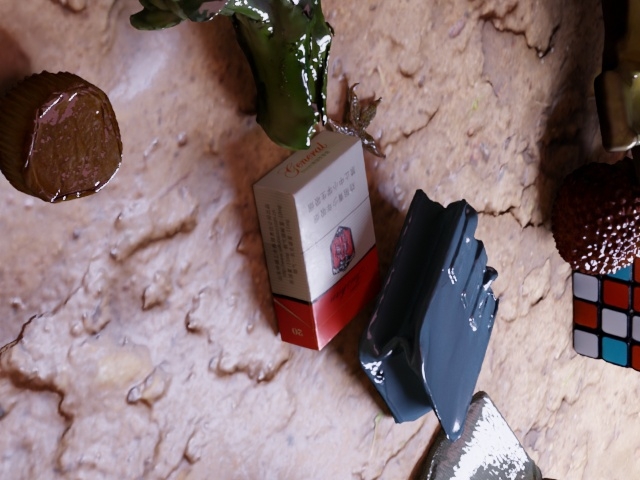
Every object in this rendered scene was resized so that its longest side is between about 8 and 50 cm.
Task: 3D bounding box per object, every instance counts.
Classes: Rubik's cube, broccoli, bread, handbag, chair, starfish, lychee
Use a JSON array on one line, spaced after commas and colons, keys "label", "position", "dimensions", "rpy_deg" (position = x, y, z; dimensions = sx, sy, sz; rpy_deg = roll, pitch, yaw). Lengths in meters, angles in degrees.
[{"label": "Rubik's cube", "position": [0.387, 0.050, 1.774], "dimensions": [0.154, 0.151, 0.155], "rpy_deg": [-34, 128, -45]}, {"label": "broccoli", "position": [-0.037, -0.166, 1.072], "dimensions": [0.198, 0.177, 0.274], "rpy_deg": [-37, 144, -52]}, {"label": "bread", "position": [-0.170, -0.066, 0.983], "dimensions": [0.085, 0.053, 0.085], "rpy_deg": [-19, 120, -38]}, {"label": "handbag", "position": [0.104, 0.067, 1.404], "dimensions": [0.229, 0.062, 0.179], "rpy_deg": [60, 46, -63]}, {"label": "chair", "position": [0.238, 0.312, 1.624], "dimensions": [0.160, 0.186, 0.319], "rpy_deg": [-55, 144, -21]}, {"label": "starfish", "position": [0.028, -0.088, 1.307], "dimensions": [0.086, 0.016, 0.092], "rpy_deg": [-14, 116, -52]}, {"label": "lychee", "position": [0.303, -0.026, 1.654], "dimensions": [0.129, 0.123, 0.123], "rpy_deg": [-53, 152, 18]}]

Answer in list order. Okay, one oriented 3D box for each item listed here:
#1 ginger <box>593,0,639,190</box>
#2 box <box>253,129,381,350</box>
[{"label": "ginger", "position": [0.418, -0.199, 1.572], "dimensions": [0.413, 0.211, 0.358], "rpy_deg": [49, 42, -42]}, {"label": "box", "position": [0.000, 0.000, 1.272], "dimensions": [0.100, 0.048, 0.152], "rpy_deg": [-39, 135, -40]}]
